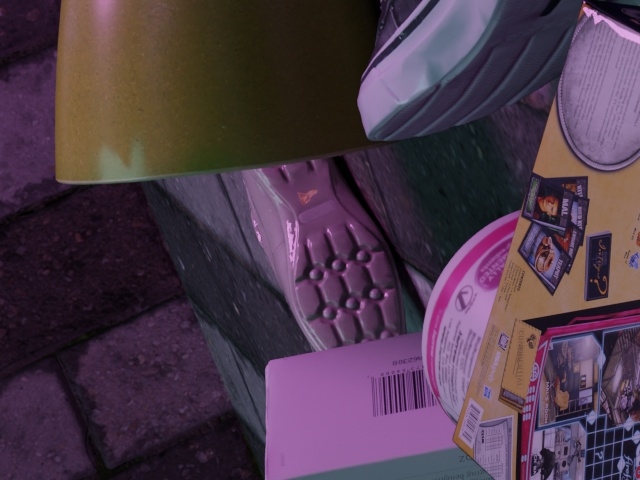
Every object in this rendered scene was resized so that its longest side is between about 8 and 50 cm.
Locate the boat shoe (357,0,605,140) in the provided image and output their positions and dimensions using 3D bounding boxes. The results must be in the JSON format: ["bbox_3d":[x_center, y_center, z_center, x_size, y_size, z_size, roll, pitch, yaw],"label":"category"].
[{"bbox_3d":[0.093,-0.159,1.088,0.335,0.121,0.119,130,123,-66],"label":"boat shoe"}]

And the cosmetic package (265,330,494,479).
[{"bbox_3d":[0.093,0.194,1.422,0.138,0.224,0.224,-91,-13,-52],"label":"cosmetic package"}]

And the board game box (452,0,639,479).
[{"bbox_3d":[0.151,0.028,0.894,0.165,0.042,0.243,42,124,52],"label":"board game box"}]

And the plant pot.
[{"bbox_3d":[-0.087,-0.207,1.452,0.275,0.275,0.293,-161,63,-74],"label":"plant pot"}]

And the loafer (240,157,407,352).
[{"bbox_3d":[0.000,0.000,1.821,0.111,0.112,0.319,84,166,-72],"label":"loafer"}]

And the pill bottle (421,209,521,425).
[{"bbox_3d":[0.181,0.095,1.052,0.283,0.160,0.160,42,155,61],"label":"pill bottle"}]

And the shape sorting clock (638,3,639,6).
[{"bbox_3d":[0.214,-0.037,0.928,0.206,0.040,0.206,60,168,22],"label":"shape sorting clock"}]
